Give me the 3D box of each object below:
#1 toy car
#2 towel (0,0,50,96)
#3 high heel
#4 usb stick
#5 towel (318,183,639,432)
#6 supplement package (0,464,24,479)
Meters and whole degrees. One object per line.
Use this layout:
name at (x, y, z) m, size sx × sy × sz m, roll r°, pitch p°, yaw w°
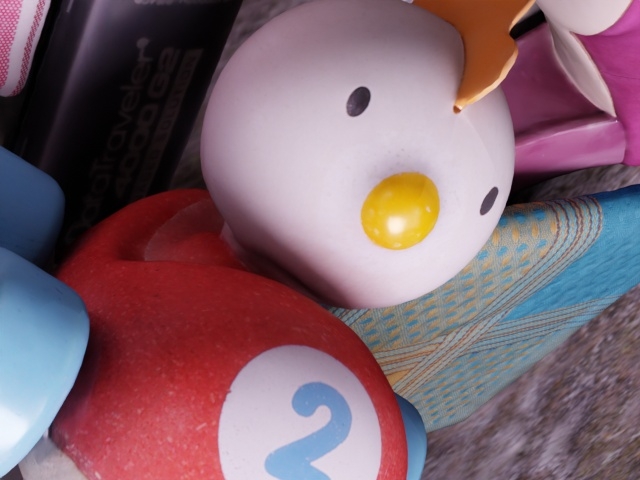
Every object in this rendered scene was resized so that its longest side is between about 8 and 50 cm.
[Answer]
toy car at (0.000, 0.000, 0.626) m, size 0.219 × 0.210 × 0.238 m, roll 33°, pitch 101°, yaw -23°
towel at (-0.157, -0.088, 0.578) m, size 0.197 × 0.029 × 0.144 m, roll -16°, pitch 143°, yaw -41°
high heel at (0.159, -0.145, 0.808) m, size 0.181 × 0.127 × 0.377 m, roll -24°, pitch 163°, yaw -14°
usb stick at (-0.087, -0.044, 0.718) m, size 0.077 × 0.045 × 0.278 m, roll -5°, pitch 136°, yaw -36°
towel at (0.028, 0.056, 0.951) m, size 0.370 × 0.040 × 0.271 m, roll -9°, pitch 153°, yaw -46°
supplement package at (-0.100, 0.200, 0.731) m, size 0.204 × 0.262 × 0.145 m, roll -22°, pitch 121°, yaw -61°
